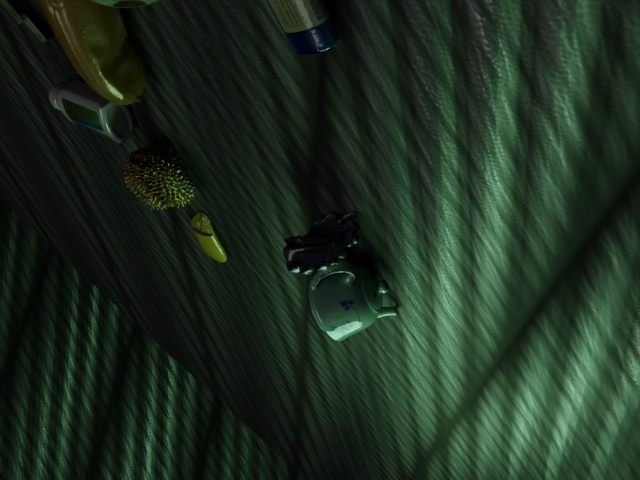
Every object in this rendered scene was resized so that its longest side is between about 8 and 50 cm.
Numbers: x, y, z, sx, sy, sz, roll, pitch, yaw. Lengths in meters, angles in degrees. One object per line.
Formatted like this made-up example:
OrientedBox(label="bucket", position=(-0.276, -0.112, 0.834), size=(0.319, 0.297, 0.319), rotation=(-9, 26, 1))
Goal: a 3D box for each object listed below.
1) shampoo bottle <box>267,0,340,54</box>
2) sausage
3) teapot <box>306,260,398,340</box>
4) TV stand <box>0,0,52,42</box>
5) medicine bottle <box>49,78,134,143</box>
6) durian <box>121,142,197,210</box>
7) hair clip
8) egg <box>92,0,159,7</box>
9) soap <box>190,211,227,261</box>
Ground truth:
OrientedBox(label="shampoo bottle", position=(-0.044, -0.333, 0.910), size=(0.087, 0.050, 0.183), rotation=(13, 143, 48))
OrientedBox(label="sausage", position=(-0.410, -0.384, 1.228), size=(0.116, 0.134, 0.353), rotation=(4, 139, 15))
OrientedBox(label="teapot", position=(0.063, 0.104, 1.355), size=(0.159, 0.158, 0.232), rotation=(18, 162, 39))
OrientedBox(label="TV stand", position=(-0.657, -0.522, 1.448), size=(0.036, 0.042, 0.249), rotation=(-3, 131, 49))
OrientedBox(label="medicine bottle", position=(-0.523, -0.300, 1.568), size=(0.219, 0.078, 0.115), rotation=(25, 152, 30))
OrientedBox(label="durian", position=(-0.364, -0.142, 1.546), size=(0.158, 0.136, 0.168), rotation=(-2, 144, 26))
OrientedBox(label="hair clip", position=(-0.001, 0.000, 1.284), size=(0.052, 0.124, 0.195), rotation=(30, 151, -36))
OrientedBox(label="egg", position=(-0.278, -0.411, 0.972), size=(0.231, 0.169, 0.169), rotation=(23, 149, 19))
OrientedBox(label="soap", position=(-0.287, -0.007, 1.756), size=(0.089, 0.033, 0.168), rotation=(17, 144, 35))
